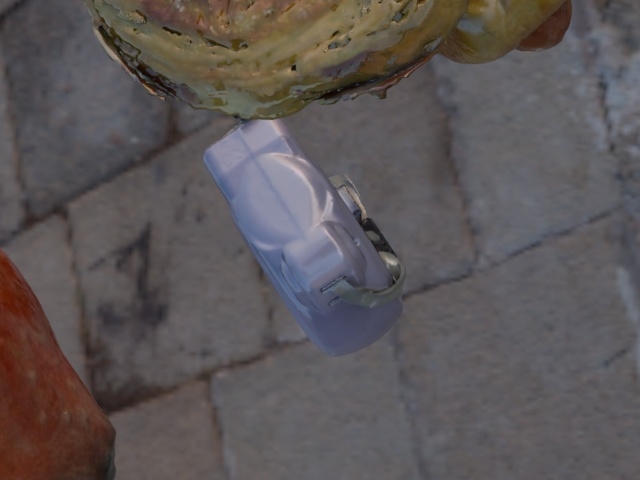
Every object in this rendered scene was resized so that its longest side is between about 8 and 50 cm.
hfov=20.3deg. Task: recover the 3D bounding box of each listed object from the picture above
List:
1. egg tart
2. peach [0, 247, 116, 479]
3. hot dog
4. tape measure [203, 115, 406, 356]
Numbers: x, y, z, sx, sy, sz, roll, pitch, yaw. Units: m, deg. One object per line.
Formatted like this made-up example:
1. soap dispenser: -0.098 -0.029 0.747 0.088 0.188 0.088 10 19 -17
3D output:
1. egg tart: -0.016 -0.202 1.082 0.297 0.132 0.297 -4 79 19
2. peach: -0.202 0.082 0.813 0.232 0.232 0.232 -4 84 46
3. hot dog: 0.098 -0.234 1.362 0.150 0.153 0.256 -44 62 1
4. tape measure: 0.000 0.000 1.471 0.105 0.178 0.196 -34 60 -1
